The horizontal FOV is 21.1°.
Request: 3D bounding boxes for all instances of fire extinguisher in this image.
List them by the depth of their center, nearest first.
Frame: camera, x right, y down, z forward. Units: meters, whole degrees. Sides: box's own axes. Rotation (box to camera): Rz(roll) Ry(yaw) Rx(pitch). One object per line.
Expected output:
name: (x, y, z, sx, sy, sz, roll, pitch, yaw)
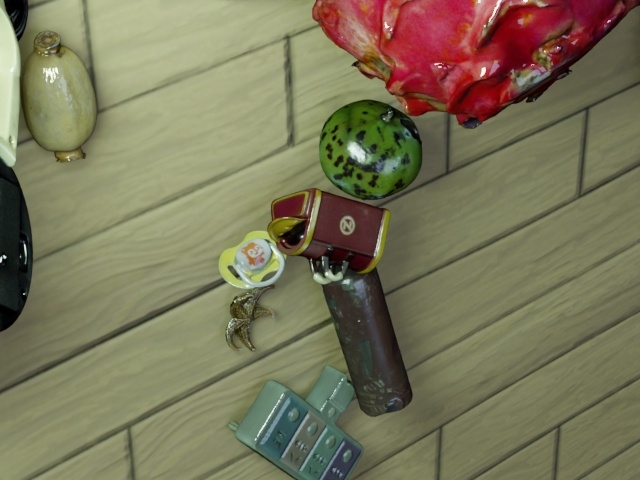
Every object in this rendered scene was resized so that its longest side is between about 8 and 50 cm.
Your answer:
fire extinguisher: (0.045, 0.099, 2.101, 0.089, 0.072, 0.268, -44, 130, -38)

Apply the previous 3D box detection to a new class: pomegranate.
pomegranate: (0.052, -0.094, 1.978, 0.122, 0.122, 0.161, -28, 161, -29)

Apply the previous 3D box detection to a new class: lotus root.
lotus root: (-0.255, -0.132, 1.674, 0.073, 0.062, 0.150, -29, 133, -27)

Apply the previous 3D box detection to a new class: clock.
clock: (-0.324, -0.104, 1.422, 0.276, 0.120, 0.379, 33, 50, -69)

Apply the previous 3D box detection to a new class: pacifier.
pacifier: (-0.076, 0.031, 1.973, 0.083, 0.068, 0.064, -37, 164, -22)

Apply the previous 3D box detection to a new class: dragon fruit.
dragon fruit: (0.198, -0.276, 1.825, 0.386, 0.249, 0.371, -31, 159, -10)

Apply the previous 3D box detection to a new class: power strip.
power strip: (-0.013, 0.230, 2.179, 0.145, 0.061, 0.215, -56, 142, -9)

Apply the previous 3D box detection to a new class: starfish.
starfish: (-0.083, 0.087, 2.024, 0.091, 0.028, 0.078, -57, 146, -2)

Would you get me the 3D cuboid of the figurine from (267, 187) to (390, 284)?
figurine: (0.000, 0.000, 1.968, 0.154, 0.082, 0.098, 13, 74, -39)
